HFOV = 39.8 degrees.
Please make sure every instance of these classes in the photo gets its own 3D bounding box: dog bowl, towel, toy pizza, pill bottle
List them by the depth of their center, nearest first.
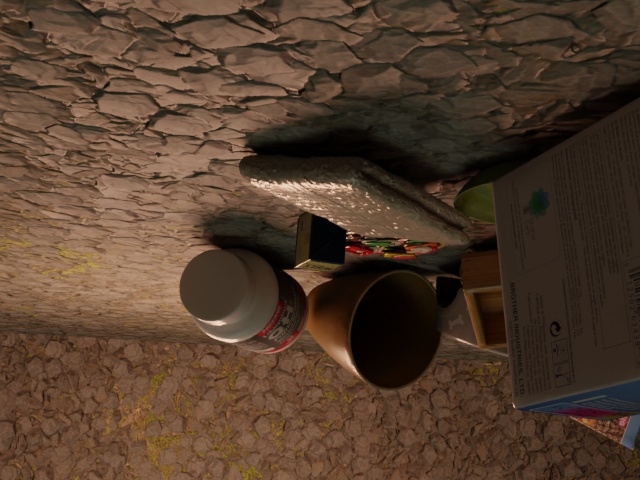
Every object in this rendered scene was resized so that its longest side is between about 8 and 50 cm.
[{"bbox_3d":[0.054,-0.054,1.131,0.187,0.049,0.282,4,168,39],"label":"towel"},{"bbox_3d":[0.115,0.005,1.471,0.201,0.032,0.201,3,167,1],"label":"toy pizza"},{"bbox_3d":[0.379,0.156,1.679,0.349,0.102,0.349,13,-177,-1],"label":"dog bowl"},{"bbox_3d":[-0.146,0.113,1.683,0.176,0.176,0.318,0,167,16],"label":"pill bottle"}]

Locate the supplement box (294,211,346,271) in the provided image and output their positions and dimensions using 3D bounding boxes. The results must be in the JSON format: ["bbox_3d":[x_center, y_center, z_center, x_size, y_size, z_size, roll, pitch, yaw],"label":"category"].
[{"bbox_3d":[0.000,0.000,1.362,0.056,0.083,0.083,9,167,-17],"label":"supplement box"}]

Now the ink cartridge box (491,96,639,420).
[{"bbox_3d":[0.347,0.006,0.828,0.151,0.270,0.395,8,158,-25],"label":"ink cartridge box"}]

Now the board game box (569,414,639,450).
[{"bbox_3d":[0.595,0.265,1.829,0.141,0.232,0.291,13,-172,-42],"label":"board game box"}]

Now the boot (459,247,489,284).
[{"bbox_3d":[0.328,0.059,1.560,0.165,0.077,0.213,6,174,4],"label":"boot"}]

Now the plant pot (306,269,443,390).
[{"bbox_3d":[0.079,0.160,1.807,0.237,0.237,0.254,13,179,-35],"label":"plant pot"}]

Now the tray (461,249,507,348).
[{"bbox_3d":[0.440,0.075,1.381,0.411,0.076,0.203,-8,145,13],"label":"tray"}]

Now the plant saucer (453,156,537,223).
[{"bbox_3d":[0.292,-0.061,1.129,0.241,0.037,0.241,4,168,1],"label":"plant saucer"}]
